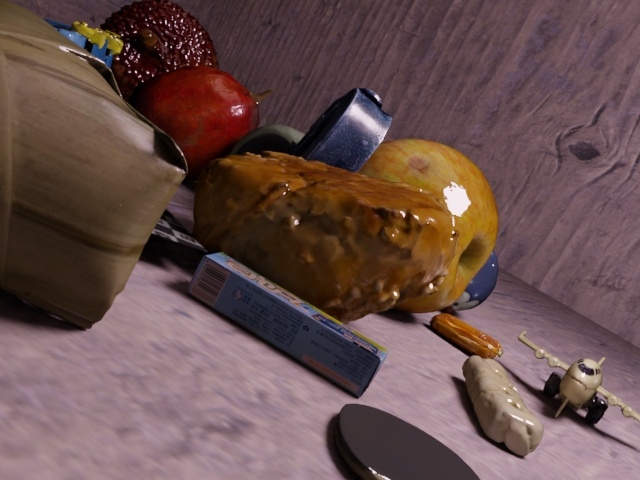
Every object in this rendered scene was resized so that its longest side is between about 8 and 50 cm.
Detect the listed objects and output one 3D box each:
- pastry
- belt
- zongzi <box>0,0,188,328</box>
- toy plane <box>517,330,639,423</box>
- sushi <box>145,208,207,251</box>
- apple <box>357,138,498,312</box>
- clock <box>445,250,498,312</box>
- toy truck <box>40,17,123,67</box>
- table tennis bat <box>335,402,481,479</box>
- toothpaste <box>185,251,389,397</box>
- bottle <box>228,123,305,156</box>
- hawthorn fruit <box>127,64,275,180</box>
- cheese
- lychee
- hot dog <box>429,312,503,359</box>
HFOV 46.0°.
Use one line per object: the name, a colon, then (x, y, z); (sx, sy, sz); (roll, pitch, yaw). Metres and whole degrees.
pastry: (0.000, 0.000, 0.869); (0.311, 0.161, 0.255); (19, 19, 25)
belt: (0.013, -0.126, 1.041); (0.082, 0.190, 0.141); (38, 19, -15)
zongzi: (-0.345, -0.130, 0.547); (0.418, 0.181, 0.447); (19, 10, -42)
toy plane: (0.368, 0.203, 1.064); (0.229, 0.092, 0.244); (34, 11, 24)
sushi: (-0.211, -0.025, 0.795); (0.139, 0.031, 0.201); (22, 7, -31)
apple: (0.138, -0.017, 1.117); (0.265, 0.264, 0.264); (27, 9, -5)
clock: (0.205, 0.036, 1.377); (0.243, 0.146, 0.200); (26, 1, 41)
toy truck: (-0.435, -0.292, 1.243); (0.163, 0.161, 0.385); (18, 11, -9)
table tennis bat: (0.074, 0.178, 0.538); (0.138, 0.022, 0.246); (28, 8, -4)
toothpaste: (-0.028, 0.076, 0.726); (0.194, 0.044, 0.070); (30, 9, 10)
bottle: (-0.012, -0.078, 1.296); (0.169, 0.168, 0.347); (33, 7, 27)
hawthorn fruit: (-0.191, -0.205, 1.258); (0.189, 0.252, 0.189); (-18, 90, -86)
cheese: (0.197, 0.179, 0.845); (0.065, 0.043, 0.194); (23, 11, -3)
lychee: (-0.354, -0.372, 1.622); (0.276, 0.275, 0.304); (28, -10, 2)
hot dog: (0.213, 0.144, 1.120); (0.122, 0.036, 0.049); (28, 18, 35)
